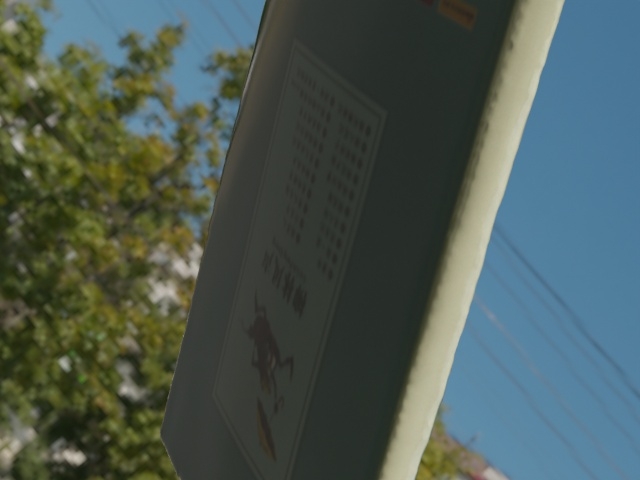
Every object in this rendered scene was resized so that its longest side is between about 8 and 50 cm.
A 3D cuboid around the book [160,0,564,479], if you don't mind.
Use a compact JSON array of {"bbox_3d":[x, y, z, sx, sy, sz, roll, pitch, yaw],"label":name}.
[{"bbox_3d":[0.000,0.000,0.675,0.264,0.031,0.379,-128,-131,-58],"label":"book"}]
